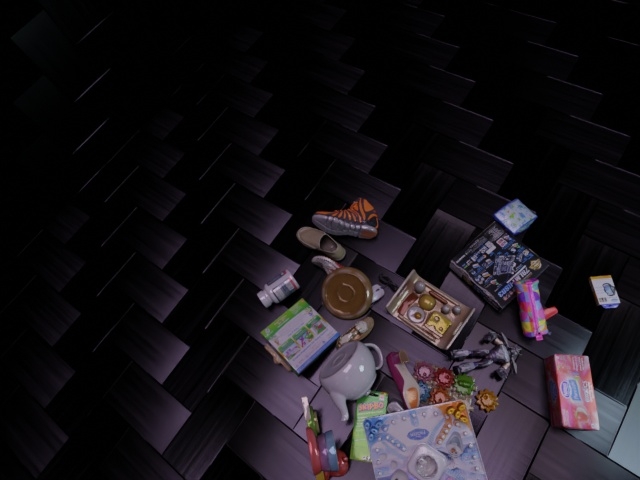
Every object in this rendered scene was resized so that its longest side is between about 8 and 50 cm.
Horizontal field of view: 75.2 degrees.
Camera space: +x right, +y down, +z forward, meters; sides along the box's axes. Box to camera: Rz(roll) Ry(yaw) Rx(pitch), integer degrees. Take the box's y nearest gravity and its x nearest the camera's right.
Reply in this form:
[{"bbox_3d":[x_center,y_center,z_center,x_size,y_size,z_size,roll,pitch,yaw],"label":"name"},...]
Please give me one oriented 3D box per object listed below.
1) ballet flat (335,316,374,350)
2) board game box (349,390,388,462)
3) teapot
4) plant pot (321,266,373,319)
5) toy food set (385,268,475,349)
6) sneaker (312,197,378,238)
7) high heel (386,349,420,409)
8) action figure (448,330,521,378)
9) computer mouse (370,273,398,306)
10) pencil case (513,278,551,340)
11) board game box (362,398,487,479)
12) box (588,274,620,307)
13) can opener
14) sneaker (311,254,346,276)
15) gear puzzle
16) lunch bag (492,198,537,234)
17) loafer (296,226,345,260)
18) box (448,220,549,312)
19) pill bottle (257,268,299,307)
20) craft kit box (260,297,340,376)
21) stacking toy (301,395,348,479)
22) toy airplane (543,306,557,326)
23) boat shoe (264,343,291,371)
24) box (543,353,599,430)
[{"bbox_3d":[0.150,0.400,1.788,0.206,0.067,0.073,-42,63,-11],"label":"ballet flat"},{"bbox_3d":[0.195,0.730,1.643,0.124,0.039,0.260,5,68,12],"label":"board game box"},{"bbox_3d":[0.133,0.536,1.655,0.256,0.252,0.187,-42,95,6],"label":"teapot"},{"bbox_3d":[0.113,0.236,1.843,0.236,0.032,0.237,0,88,14],"label":"plant pot"},{"bbox_3d":[0.465,0.290,1.771,0.306,0.092,0.220,34,74,23],"label":"toy food set"},{"bbox_3d":[0.123,-0.122,2.007,0.320,0.125,0.180,13,59,-7],"label":"sneaker"},{"bbox_3d":[0.322,0.569,1.667,0.082,0.117,0.244,-5,68,-27],"label":"high heel"},{"bbox_3d":[0.664,0.464,1.654,0.284,0.099,0.186,-12,57,0],"label":"action figure"},{"bbox_3d":[0.248,0.234,1.863,0.193,0.042,0.106,-38,66,-9],"label":"computer mouse"},{"bbox_3d":[0.844,0.271,1.665,0.104,0.104,0.237,-12,87,4],"label":"pencil case"},{"bbox_3d":[0.382,0.812,1.496,0.389,0.050,0.391,-15,77,8],"label":"board game box"},{"bbox_3d":[1.174,0.214,1.719,0.081,0.028,0.136,-5,67,7],"label":"box"},{"bbox_3d":[0.368,0.721,1.588,0.280,0.074,0.093,46,41,20],"label":"can opener"},{"bbox_3d":[0.050,0.142,1.917,0.225,0.088,0.093,28,77,23],"label":"sneaker"},{"bbox_3d":[0.526,0.601,1.640,0.338,0.044,0.176,13,68,16],"label":"gear puzzle"},{"bbox_3d":[0.867,-0.097,1.870,0.151,0.096,0.129,-25,61,-27],"label":"lunch bag"},{"bbox_3d":[0.000,0.000,1.989,0.268,0.092,0.102,25,72,20],"label":"loafer"},{"bbox_3d":[0.771,0.109,1.814,0.295,0.073,0.293,-39,66,-10],"label":"box"},{"bbox_3d":[-0.196,0.224,1.910,0.180,0.108,0.108,-35,64,-7],"label":"pill bottle"},{"bbox_3d":[-0.087,0.413,1.798,0.249,0.061,0.246,-36,66,-25],"label":"craft kit box"},{"bbox_3d":[0.022,0.732,1.547,0.130,0.309,0.280,-10,53,-4],"label":"stacking toy"},{"bbox_3d":[0.905,0.291,1.729,0.151,0.028,0.151,-4,65,9],"label":"toy airplane"},{"bbox_3d":[-0.180,0.506,1.805,0.059,0.063,0.170,-45,64,2],"label":"boat shoe"},{"bbox_3d":[0.924,0.562,1.542,0.122,0.128,0.257,2,66,10],"label":"box"}]
